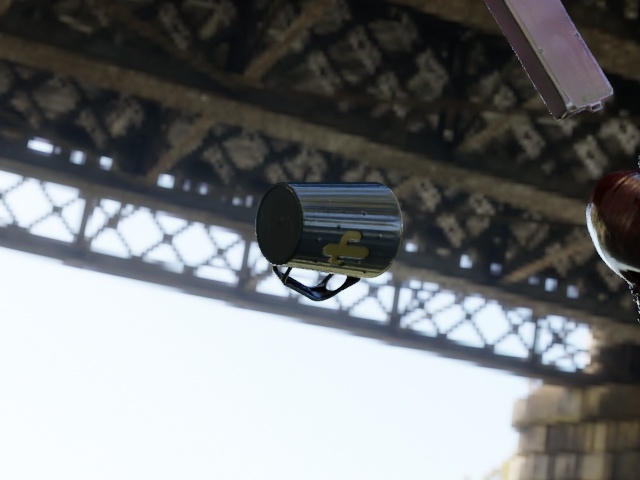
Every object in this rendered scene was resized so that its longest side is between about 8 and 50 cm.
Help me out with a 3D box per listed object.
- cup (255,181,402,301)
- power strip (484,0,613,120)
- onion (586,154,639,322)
[{"bbox_3d":[0.000,0.000,1.933,0.155,0.176,0.131,5,28,-37],"label":"cup"},{"bbox_3d":[0.323,-0.302,2.151,0.109,0.278,0.037,-25,-8,-37],"label":"power strip"},{"bbox_3d":[0.553,0.014,2.408,0.273,0.285,0.273,20,0,0],"label":"onion"}]
